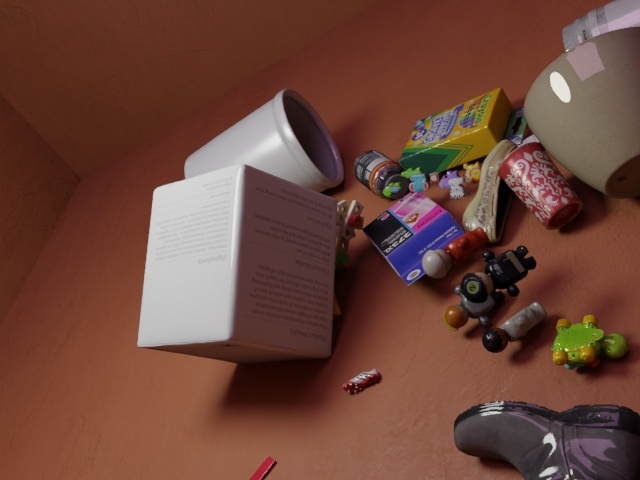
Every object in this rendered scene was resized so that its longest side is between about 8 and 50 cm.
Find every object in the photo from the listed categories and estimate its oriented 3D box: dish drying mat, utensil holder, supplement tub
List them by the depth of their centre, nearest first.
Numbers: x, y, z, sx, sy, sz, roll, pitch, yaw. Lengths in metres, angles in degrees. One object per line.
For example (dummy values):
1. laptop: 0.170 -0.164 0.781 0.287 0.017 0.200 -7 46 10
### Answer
1. dish drying mat: -0.128 0.494 1.670 0.083 0.008 0.032 -50 30 -18
2. supplement tub: 0.171 -0.177 2.182 0.106 0.106 0.198 -39 30 -1
3. utensil holder: -0.175 -0.226 2.418 0.386 0.327 0.327 -28 31 20

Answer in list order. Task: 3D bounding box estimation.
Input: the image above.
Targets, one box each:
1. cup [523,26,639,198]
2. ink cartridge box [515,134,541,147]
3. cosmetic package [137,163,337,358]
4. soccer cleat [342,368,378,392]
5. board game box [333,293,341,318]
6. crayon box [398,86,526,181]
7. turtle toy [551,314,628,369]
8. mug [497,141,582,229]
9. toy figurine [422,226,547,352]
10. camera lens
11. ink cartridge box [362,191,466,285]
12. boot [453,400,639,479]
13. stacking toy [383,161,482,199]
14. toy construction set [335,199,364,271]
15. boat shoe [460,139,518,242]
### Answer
1. cup: 0.609 -0.227 1.597 0.331 0.331 0.236 -26 56 21
2. ink cartridge box: 0.517 -0.231 1.946 0.083 0.028 0.048 -29 30 19
3. cosmetic package: -0.188 0.072 1.858 0.328 0.330 0.393 -10 70 40
4. soccer cleat: 0.086 0.299 1.688 0.083 0.029 0.035 -26 23 15
5. board game box: -0.037 0.098 1.961 0.124 0.039 0.259 -36 58 29
6. crayon box: 0.383 -0.288 2.095 0.323 0.083 0.203 -18 30 35
7. turtle toy: 0.467 0.184 1.379 0.130 0.066 0.095 -14 39 36
8. mug: 0.484 -0.109 1.708 0.113 0.150 0.169 -40 57 16
9. toy figurine: 0.311 0.100 1.524 0.148 0.209 0.213 -29 30 -17
10. camera lens: 0.731 -0.459 1.833 0.274 0.219 0.219 -19 34 31
11. ink cartridge box: 0.217 -0.016 1.872 0.176 0.069 0.371 -37 18 2
12. boot: 0.333 0.372 1.228 0.338 0.118 0.222 -15 41 42
13. stacking toy: 0.282 -0.144 1.962 0.221 0.052 0.167 -2 18 27
14. toy construction set: 0.000 0.000 2.099 0.215 0.151 0.328 -53 21 -25
15. boat shoe: 0.417 -0.110 1.830 0.089 0.104 0.285 5 62 42
